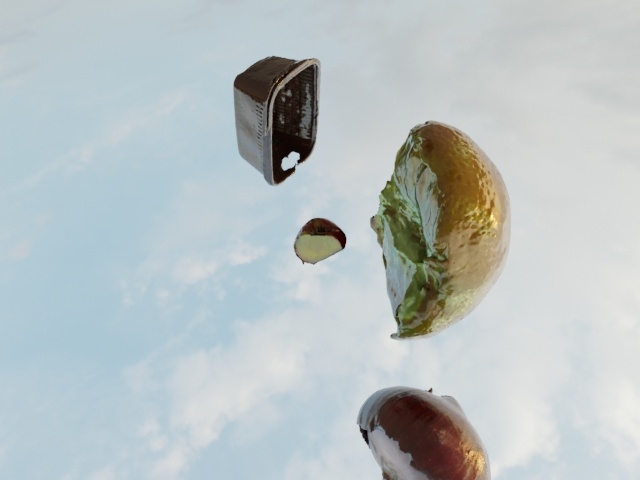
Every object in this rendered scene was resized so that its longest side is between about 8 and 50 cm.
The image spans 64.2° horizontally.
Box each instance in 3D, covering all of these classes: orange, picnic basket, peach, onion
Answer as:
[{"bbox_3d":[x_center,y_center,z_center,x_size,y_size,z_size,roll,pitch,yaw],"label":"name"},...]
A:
[{"bbox_3d":[0.177,-0.001,0.777,0.196,0.335,0.262,17,-153,1],"label":"orange"},{"bbox_3d":[-0.107,-0.297,1.207,0.129,0.297,0.222,29,-127,19],"label":"picnic basket"},{"bbox_3d":[0.000,0.000,0.749,0.077,0.083,0.050,5,-129,4],"label":"peach"},{"bbox_3d":[0.162,0.324,0.765,0.161,0.248,0.248,-29,-136,-1],"label":"onion"}]
